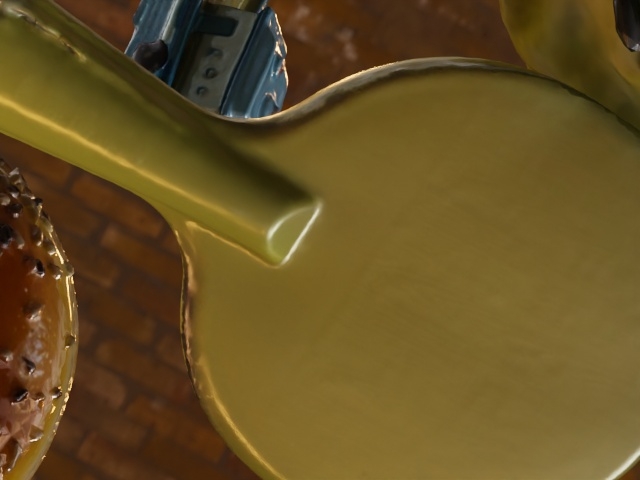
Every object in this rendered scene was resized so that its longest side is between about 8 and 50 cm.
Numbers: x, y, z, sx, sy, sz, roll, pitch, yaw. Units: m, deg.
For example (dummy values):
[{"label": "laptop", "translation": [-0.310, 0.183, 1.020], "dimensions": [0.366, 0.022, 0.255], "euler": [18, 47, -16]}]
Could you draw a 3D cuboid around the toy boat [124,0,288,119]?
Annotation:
[{"label": "toy boat", "translation": [-0.049, -0.154, 1.232], "dimensions": [0.098, 0.109, 0.238], "euler": [13, -115, 17]}]

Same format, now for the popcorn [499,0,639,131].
[{"label": "popcorn", "translation": [0.210, -0.112, 0.866], "dimensions": [0.286, 0.252, 0.215], "euler": [23, -135, -5]}]

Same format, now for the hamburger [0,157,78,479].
[{"label": "hamburger", "translation": [-0.277, 0.049, 1.037], "dimensions": [0.300, 0.176, 0.300], "euler": [5, -105, -19]}]

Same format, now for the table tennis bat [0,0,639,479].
[{"label": "table tennis bat", "translation": [0.000, 0.000, 0.819], "dimensions": [0.369, 0.224, 0.054], "euler": [28, -165, -16]}]
